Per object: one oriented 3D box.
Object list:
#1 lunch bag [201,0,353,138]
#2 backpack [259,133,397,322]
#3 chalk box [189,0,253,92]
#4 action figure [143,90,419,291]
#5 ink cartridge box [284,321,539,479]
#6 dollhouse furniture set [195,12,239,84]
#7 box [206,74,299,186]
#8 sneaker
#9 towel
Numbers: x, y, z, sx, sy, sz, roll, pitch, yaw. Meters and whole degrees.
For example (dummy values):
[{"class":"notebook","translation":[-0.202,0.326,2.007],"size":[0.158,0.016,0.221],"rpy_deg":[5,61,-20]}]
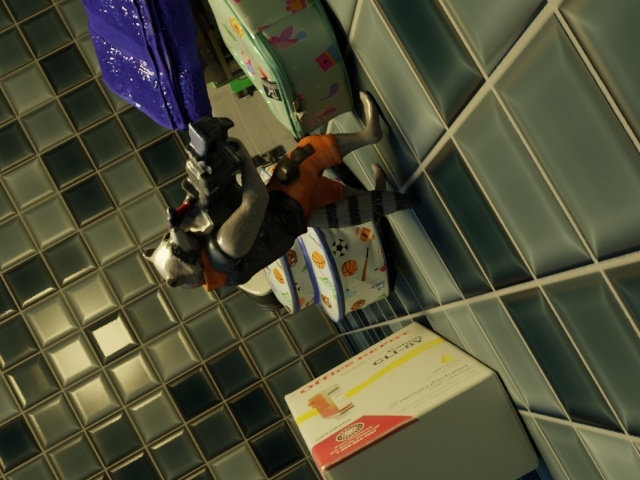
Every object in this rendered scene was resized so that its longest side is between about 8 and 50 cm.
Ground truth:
[{"class":"lunch bag","translation":[-0.066,-0.270,1.193],"size":[0.279,0.108,0.224],"rpy_deg":[58,173,21]},{"class":"backpack","translation":[0.000,0.000,1.527],"size":[0.263,0.213,0.276],"rpy_deg":[37,155,49]},{"class":"chalk box","translation":[-0.154,-0.341,1.485],"size":[0.132,0.132,0.213],"rpy_deg":[53,169,50]},{"class":"action figure","translation":[-0.060,-0.045,1.124],"size":[0.178,0.330,0.341],"rpy_deg":[59,174,12]},{"class":"ink cartridge box","translation":[0.118,0.286,1.432],"size":[0.160,0.279,0.384],"rpy_deg":[62,174,-9]},{"class":"dollhouse furniture set","translation":[-0.126,-0.269,1.343],"size":[0.161,0.182,0.101],"rpy_deg":[55,172,44]},{"class":"box","translation":[-0.129,-0.219,1.678],"size":[0.290,0.169,0.087],"rpy_deg":[64,173,-35]},{"class":"sneaker","translation":[-0.178,0.064,2.045],"size":[0.295,0.104,0.147],"rpy_deg":[33,167,34]},{"class":"towel","translation":[-0.264,-0.303,1.274],"size":[0.227,0.076,0.308],"rpy_deg":[31,148,28]}]
